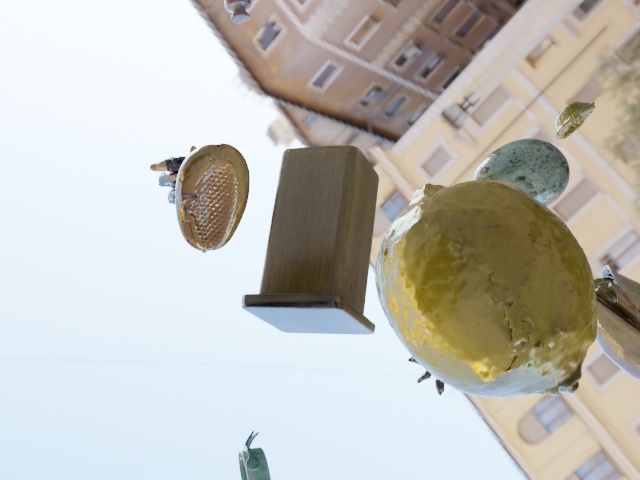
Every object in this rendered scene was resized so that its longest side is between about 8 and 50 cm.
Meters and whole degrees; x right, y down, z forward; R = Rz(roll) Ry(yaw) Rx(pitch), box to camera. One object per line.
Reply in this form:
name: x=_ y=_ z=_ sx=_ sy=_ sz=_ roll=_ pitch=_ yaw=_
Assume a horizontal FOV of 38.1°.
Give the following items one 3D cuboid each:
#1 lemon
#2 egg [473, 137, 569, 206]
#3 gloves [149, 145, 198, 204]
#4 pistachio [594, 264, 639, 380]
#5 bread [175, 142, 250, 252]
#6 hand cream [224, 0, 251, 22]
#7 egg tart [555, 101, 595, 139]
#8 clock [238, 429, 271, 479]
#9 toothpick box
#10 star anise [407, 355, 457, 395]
lemon: x=0.204 y=0.064 z=1.138 sx=0.310 sy=0.253 sz=0.253 roll=54 pitch=-156 yaw=13
egg: x=0.367 y=-0.119 z=1.691 sx=0.132 sy=0.172 sz=0.132 roll=-6 pitch=-90 yaw=-81
gloves: x=-0.228 y=-0.101 z=1.671 sx=0.181 sy=0.129 sz=0.106 roll=21 pitch=-176 yaw=-1
pistachio: x=0.515 y=0.142 z=1.509 sx=0.215 sy=0.144 sz=0.144 roll=51 pitch=-157 yaw=22
bread: x=-0.172 y=-0.072 z=1.452 sx=0.114 sy=0.189 sz=0.077 roll=1 pitch=-146 yaw=-21
hand cream: x=-0.150 y=-0.465 z=1.541 sx=0.067 sy=0.043 sz=0.209 roll=11 pitch=-114 yaw=-61
egg tart: x=0.509 y=-0.248 z=1.875 sx=0.039 sy=0.105 sz=0.105 roll=47 pitch=-158 yaw=17
clock: x=-0.113 y=0.397 z=1.595 sx=0.101 sy=0.041 sz=0.134 roll=148 pitch=113 yaw=-75
toothpick box: x=0.000 y=0.000 z=1.652 sx=0.190 sy=0.188 sz=0.308 roll=43 pitch=-129 yaw=-58
star anise: x=0.324 y=0.282 z=2.202 sx=0.234 sy=0.073 sz=0.177 roll=6 pitch=-113 yaw=-20
